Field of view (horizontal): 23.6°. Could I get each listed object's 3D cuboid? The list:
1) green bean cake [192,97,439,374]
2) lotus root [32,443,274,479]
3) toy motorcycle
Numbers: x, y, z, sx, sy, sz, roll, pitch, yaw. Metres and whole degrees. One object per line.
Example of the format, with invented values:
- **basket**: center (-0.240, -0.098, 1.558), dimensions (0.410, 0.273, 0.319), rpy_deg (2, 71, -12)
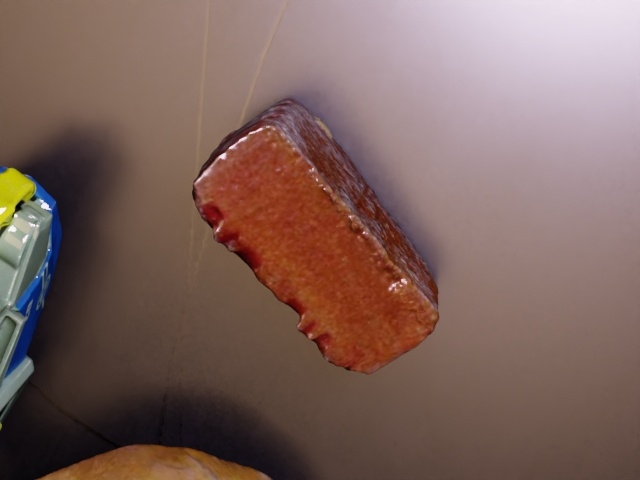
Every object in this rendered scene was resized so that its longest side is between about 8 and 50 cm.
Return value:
- **green bean cake**: center (0.000, 0.000, 1.263), dimensions (0.097, 0.198, 0.233), rpy_deg (-35, 101, 13)
- **lotus root**: center (-0.194, 0.347, 1.344), dimensions (0.375, 0.111, 0.390), rpy_deg (35, 103, -28)
- **toy motorcycle**: center (-0.312, 0.052, 1.316), dimensions (0.191, 0.200, 0.326), rpy_deg (35, 114, -3)
